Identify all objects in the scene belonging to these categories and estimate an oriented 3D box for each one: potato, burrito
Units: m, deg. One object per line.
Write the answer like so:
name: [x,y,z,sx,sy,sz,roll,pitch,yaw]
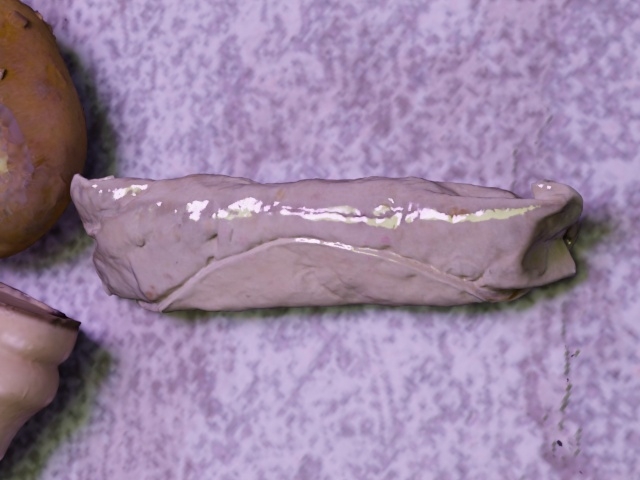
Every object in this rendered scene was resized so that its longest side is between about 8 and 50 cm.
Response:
potato: [-0.201,-0.072,1.061,0.137,0.137,0.176,-31,90,13]
burrito: [0.000,0.000,0.989,0.275,0.082,0.059,0,48,20]

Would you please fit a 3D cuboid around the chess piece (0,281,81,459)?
chess piece: [-0.242,0.162,1.033,0.139,0.124,0.307,19,89,-5]
